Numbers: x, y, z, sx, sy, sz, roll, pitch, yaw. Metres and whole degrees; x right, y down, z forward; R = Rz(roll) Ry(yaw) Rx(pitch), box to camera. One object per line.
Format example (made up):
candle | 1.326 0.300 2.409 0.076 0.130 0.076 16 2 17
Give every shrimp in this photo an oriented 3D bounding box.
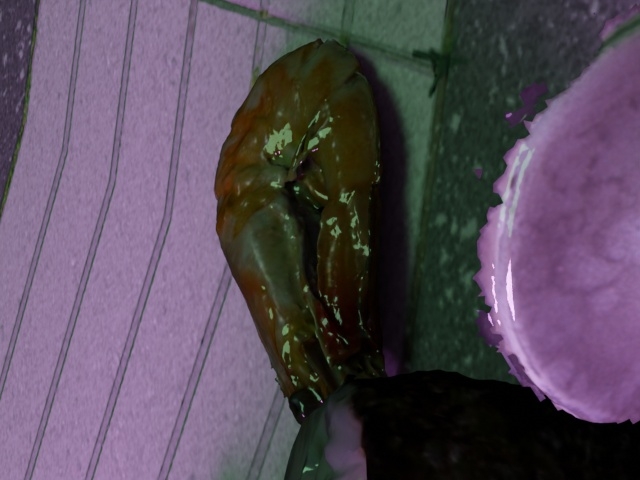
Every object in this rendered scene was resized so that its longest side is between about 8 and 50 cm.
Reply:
shrimp | -0.001 0.000 0.890 0.154 0.062 0.294 -48 45 36

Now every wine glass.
wine glass | 0.209 0.039 0.430 0.357 0.190 0.190 31 111 59

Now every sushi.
sushi | 0.064 0.225 0.623 0.234 0.207 0.349 117 159 -61
